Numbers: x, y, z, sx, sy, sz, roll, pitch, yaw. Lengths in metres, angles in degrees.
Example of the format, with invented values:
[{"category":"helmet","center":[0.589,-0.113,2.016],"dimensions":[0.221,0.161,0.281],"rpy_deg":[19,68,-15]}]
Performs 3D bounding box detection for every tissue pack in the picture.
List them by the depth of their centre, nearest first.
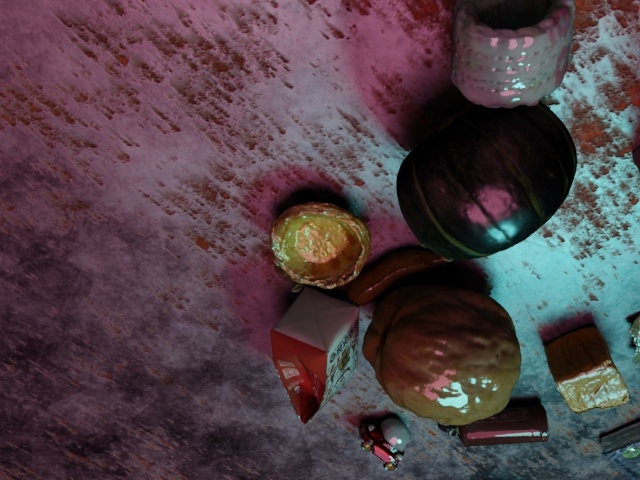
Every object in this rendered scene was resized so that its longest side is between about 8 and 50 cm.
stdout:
[{"category":"tissue pack","center":[0.875,0.567,2.233],"dimensions":[0.173,0.073,0.235],"rpy_deg":[-33,124,27]}]

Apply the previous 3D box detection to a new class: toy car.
[{"category":"toy car","center":[0.174,0.507,2.166],"dimensions":[0.139,0.112,0.112],"rpy_deg":[38,107,-18]}]

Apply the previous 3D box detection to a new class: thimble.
[{"category":"thimble","center":[0.315,-0.321,1.361],"dimensions":[0.210,0.185,0.149],"rpy_deg":[-15,133,-9]}]

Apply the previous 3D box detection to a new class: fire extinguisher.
[{"category":"fire extinguisher","center":[0.436,0.474,2.139],"dimensions":[0.268,0.105,0.105],"rpy_deg":[-5,132,4]}]

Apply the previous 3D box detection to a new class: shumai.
[{"category":"shumai","center":[-0.061,0.073,1.781],"dimensions":[0.082,0.081,0.083],"rpy_deg":[22,129,-17]}]

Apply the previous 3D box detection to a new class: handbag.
[{"category":"handbag","center":[-0.013,0.270,1.878],"dimensions":[0.151,0.171,0.298],"rpy_deg":[21,135,20]}]

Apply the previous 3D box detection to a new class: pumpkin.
[{"category":"pumpkin","center":[0.286,-0.109,1.472],"dimensions":[0.323,0.323,0.241],"rpy_deg":[-37,94,28]}]

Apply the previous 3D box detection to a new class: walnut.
[{"category":"walnut","center":[0.269,0.240,1.785],"dimensions":[0.343,0.306,0.306],"rpy_deg":[11,132,-22]}]

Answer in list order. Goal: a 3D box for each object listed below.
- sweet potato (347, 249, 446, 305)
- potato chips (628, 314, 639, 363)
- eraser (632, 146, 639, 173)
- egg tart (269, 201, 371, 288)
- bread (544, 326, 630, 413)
[{"category":"sweet potato","center":[0.151,0.070,1.795],"dimensions":[0.233,0.062,0.081],"rpy_deg":[-28,145,19]},{"category":"potato chips","center":[0.787,0.197,1.913],"dimensions":[0.167,0.059,0.228],"rpy_deg":[-6,132,18]},{"category":"eraser","center":[0.724,-0.095,1.447],"dimensions":[0.122,0.359,0.272],"rpy_deg":[34,124,-28]},{"category":"egg tart","center":[0.000,0.000,1.702],"dimensions":[0.212,0.090,0.213],"rpy_deg":[0,122,1]},{"category":"bread","center":[0.615,0.304,1.949],"dimensions":[0.143,0.149,0.158],"rpy_deg":[-23,128,15]}]
